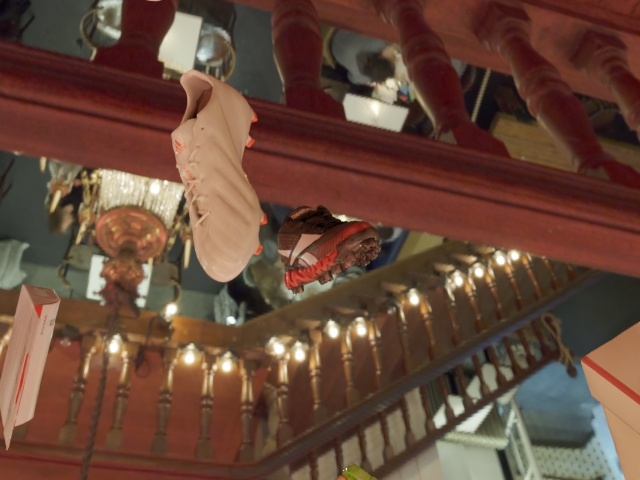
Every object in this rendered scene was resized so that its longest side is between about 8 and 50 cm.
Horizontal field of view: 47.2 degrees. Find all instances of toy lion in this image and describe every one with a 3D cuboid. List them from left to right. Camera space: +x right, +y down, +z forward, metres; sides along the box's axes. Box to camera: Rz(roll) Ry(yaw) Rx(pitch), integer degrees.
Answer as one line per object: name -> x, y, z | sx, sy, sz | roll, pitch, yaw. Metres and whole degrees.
toy lion -> 0.072, 0.322, 0.931 | 0.100, 0.034, 0.096 | 41, 156, 12

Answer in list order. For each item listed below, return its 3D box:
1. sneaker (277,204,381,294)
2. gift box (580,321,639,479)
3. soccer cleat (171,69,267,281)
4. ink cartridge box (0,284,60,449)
sneaker -> 0.000, 0.000, 1.172 | 0.098, 0.135, 0.276 | -19, 176, -26
gift box -> 0.389, 0.139, 0.566 | 0.276, 0.255, 0.258 | -33, 118, -11
soccer cleat -> -0.091, -0.056, 0.598 | 0.068, 0.196, 0.076 | -29, 139, 29
ink cartridge box -> -0.405, 0.171, 1.033 | 0.056, 0.225, 0.180 | 13, 92, -30
